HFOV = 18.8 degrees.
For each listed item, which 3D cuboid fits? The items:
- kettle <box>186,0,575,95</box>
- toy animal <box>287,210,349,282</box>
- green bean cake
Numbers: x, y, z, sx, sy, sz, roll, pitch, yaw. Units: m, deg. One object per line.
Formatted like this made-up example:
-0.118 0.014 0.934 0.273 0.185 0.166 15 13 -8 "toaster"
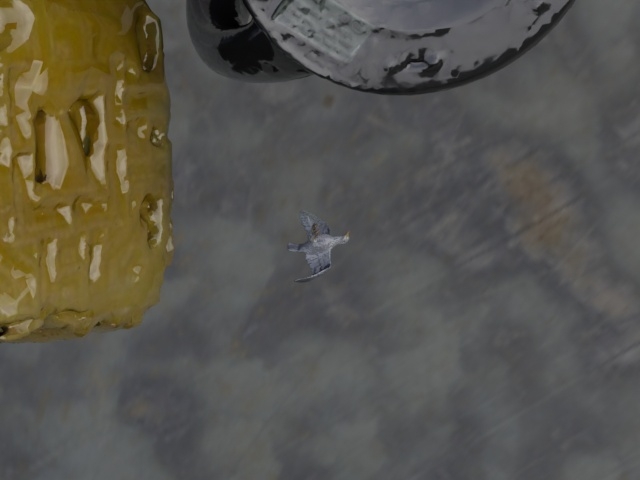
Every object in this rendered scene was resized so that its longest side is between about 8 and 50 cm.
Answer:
0.010 -0.208 1.133 0.207 0.290 0.268 33 105 -24 "kettle"
0.000 0.000 1.604 0.028 0.050 0.084 43 34 -33 "toy animal"
-0.191 -0.048 1.110 0.224 0.131 0.230 -9 99 -54 "green bean cake"
